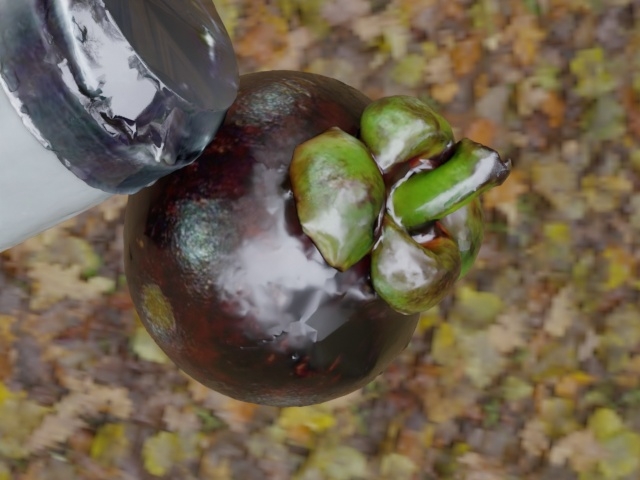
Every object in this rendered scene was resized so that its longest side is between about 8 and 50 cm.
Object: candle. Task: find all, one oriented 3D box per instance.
[{"bbox_3d":[-0.247,-0.104,1.510,0.221,0.342,0.221,44,32,-37],"label":"candle"}]

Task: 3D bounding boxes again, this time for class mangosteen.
[{"bbox_3d":[-0.017,-0.006,1.640,0.311,0.311,0.311,-1,92,-30],"label":"mangosteen"}]
